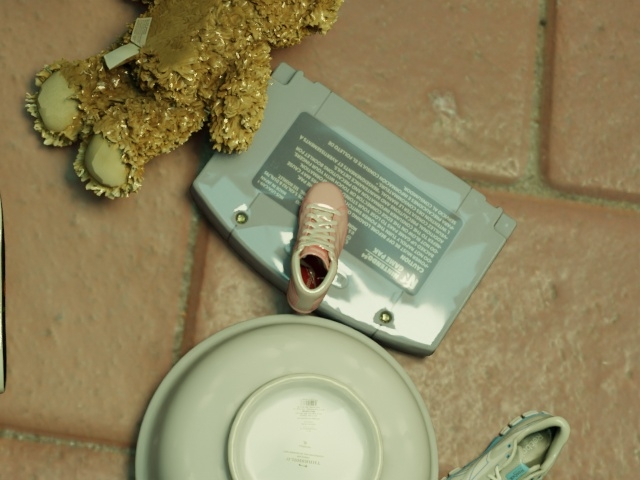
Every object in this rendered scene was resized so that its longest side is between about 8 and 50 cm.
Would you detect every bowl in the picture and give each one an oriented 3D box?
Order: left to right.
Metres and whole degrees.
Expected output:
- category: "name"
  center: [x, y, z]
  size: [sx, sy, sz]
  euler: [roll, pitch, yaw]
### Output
- category: "bowl"
  center: [-0.021, 0.203, 1.474]
  size: [0.297, 0.134, 0.298]
  euler: [2, 77, -9]

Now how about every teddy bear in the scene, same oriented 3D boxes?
- category: "teddy bear"
  center: [-0.133, -0.184, 1.586]
  size: [0.245, 0.113, 0.338]
  euler: [26, 74, 30]

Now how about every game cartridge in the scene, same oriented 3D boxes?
- category: "game cartridge"
  center: [0.027, -0.023, 1.608]
  size: [0.297, 0.062, 0.198]
  euler: [35, 78, 1]

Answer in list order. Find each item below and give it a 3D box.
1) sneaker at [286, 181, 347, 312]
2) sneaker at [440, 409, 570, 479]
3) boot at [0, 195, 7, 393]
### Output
- category: "sneaker"
  center: [0.000, 0.000, 1.536]
  size: [0.051, 0.070, 0.134]
  euler: [14, 74, -3]
- category: "sneaker"
  center: [0.173, 0.234, 1.552]
  size: [0.071, 0.083, 0.191]
  euler: [44, 76, 1]
- category: "boot"
  center: [-0.390, 0.027, 1.516]
  size: [0.176, 0.088, 0.244]
  euler: [0, 80, -7]
